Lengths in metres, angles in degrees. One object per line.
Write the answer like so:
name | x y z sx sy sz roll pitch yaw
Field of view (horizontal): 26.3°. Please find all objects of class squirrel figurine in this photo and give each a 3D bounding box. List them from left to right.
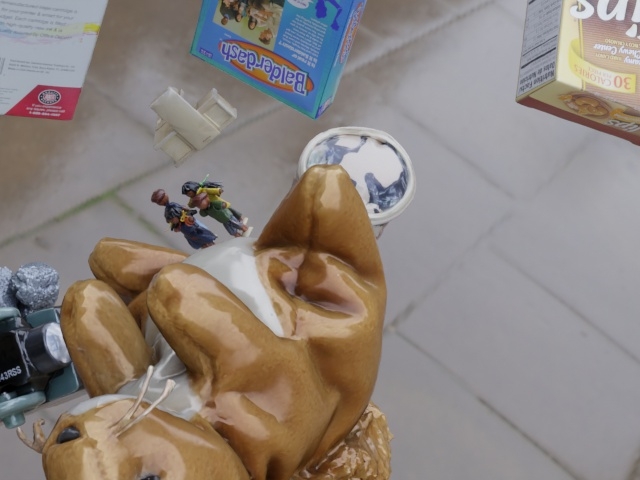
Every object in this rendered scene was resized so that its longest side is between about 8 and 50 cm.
squirrel figurine | -0.080 0.196 1.174 0.370 0.281 0.397 -68 141 -53

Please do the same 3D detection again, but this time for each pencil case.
pencil case | 0.000 0.000 1.947 0.160 0.410 0.183 16 57 -10

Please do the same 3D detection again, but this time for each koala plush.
koala plush | -0.486 0.086 1.744 0.196 0.203 0.221 21 -1 27

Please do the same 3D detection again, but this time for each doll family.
doll family | -0.175 -0.037 1.937 0.111 0.193 0.076 38 52 -20

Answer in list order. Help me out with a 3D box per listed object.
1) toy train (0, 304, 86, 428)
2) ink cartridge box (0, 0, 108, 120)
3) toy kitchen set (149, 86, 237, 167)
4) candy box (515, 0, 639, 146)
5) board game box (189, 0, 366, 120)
toy train | -0.388 0.165 1.532 0.190 0.334 0.142 -1 69 -64
ink cartridge box | -0.271 -0.217 1.216 0.128 0.176 0.127 4 41 -27
toy kitchen set | -0.135 -0.134 1.346 0.068 0.083 0.075 42 24 -27
candy box | 0.335 -0.284 1.559 0.183 0.087 0.316 16 70 -21
board game box | -0.037 -0.246 1.388 0.160 0.210 0.047 29 42 10
